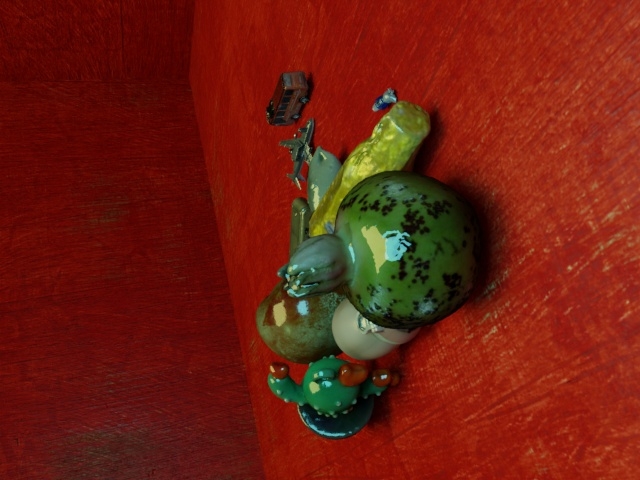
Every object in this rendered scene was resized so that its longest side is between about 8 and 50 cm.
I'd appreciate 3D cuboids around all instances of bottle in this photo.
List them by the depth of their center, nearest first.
[{"bbox_3d":[0.129,0.164,1.336,0.236,0.148,0.147,141,120,-64],"label":"bottle"}]

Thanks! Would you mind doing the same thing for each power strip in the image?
[{"bbox_3d":[-0.056,0.058,1.994,0.092,0.066,0.387,-130,40,-57],"label":"power strip"}]

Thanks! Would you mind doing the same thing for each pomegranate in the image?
[{"bbox_3d":[0.093,0.027,1.071,0.285,0.341,0.284,169,90,-71],"label":"pomegranate"}]

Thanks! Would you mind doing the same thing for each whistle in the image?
[{"bbox_3d":[0.132,-0.287,1.341,0.033,0.029,0.083,66,153,2],"label":"whistle"}]

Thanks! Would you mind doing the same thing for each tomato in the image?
[{"bbox_3d":[-0.016,0.191,1.598,0.222,0.270,0.270,53,154,12],"label":"tomato"}]

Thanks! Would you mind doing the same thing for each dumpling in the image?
[{"bbox_3d":[0.012,-0.129,1.637,0.149,0.105,0.216,180,83,-72],"label":"dumpling"}]

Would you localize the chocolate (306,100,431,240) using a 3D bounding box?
[{"bbox_3d":[0.091,-0.117,1.314,0.445,0.162,0.162,118,142,-58],"label":"chocolate"}]

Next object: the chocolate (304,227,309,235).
[{"bbox_3d":[0.013,0.013,1.750,0.070,0.072,0.147,118,135,-55],"label":"chocolate"}]

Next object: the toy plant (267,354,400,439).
[{"bbox_3d":[0.023,0.366,1.519,0.400,0.280,0.185,82,-150,-66],"label":"toy plant"}]

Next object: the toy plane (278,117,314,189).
[{"bbox_3d":[-0.055,-0.254,1.874,0.226,0.058,0.226,48,144,35],"label":"toy plane"}]

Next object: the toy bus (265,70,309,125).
[{"bbox_3d":[-0.095,-0.409,1.881,0.235,0.096,0.073,133,130,-65],"label":"toy bus"}]
